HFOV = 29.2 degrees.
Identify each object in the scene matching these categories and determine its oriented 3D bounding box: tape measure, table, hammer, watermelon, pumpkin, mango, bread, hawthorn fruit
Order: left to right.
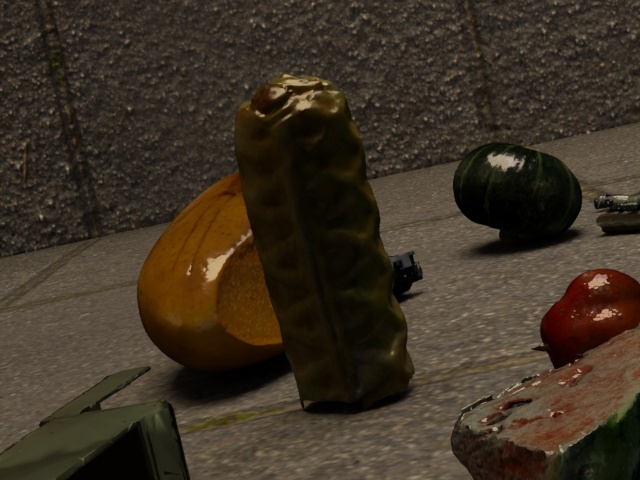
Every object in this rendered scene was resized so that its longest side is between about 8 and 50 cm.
[{"bbox_3d":[-0.076,0.141,0.491,0.062,0.146,0.175,-10,8,20],"label":"table"},{"bbox_3d":[-0.071,0.039,1.236,0.199,0.201,0.350,-49,0,26],"label":"mango"},{"bbox_3d":[0.001,0.000,0.975,0.098,0.269,0.087,-6,12,39],"label":"bread"},{"bbox_3d":[0.063,0.044,1.393,0.094,0.054,0.091,-15,1,-38],"label":"tape measure"},{"bbox_3d":[0.252,-0.061,1.579,0.167,0.125,0.167,27,-12,6],"label":"pumpkin"},{"bbox_3d":[0.144,0.111,0.709,0.139,0.071,0.187,-15,12,36],"label":"watermelon"},{"bbox_3d":[0.197,0.065,0.890,0.093,0.093,0.093,-12,7,2],"label":"hawthorn fruit"},{"bbox_3d":[0.449,-0.028,1.419,0.297,0.027,0.125,-6,10,45],"label":"hammer"}]

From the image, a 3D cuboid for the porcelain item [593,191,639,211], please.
[{"bbox_3d":[0.427,-0.053,1.659,0.136,0.021,0.075,-7,8,34],"label":"porcelain item"}]
